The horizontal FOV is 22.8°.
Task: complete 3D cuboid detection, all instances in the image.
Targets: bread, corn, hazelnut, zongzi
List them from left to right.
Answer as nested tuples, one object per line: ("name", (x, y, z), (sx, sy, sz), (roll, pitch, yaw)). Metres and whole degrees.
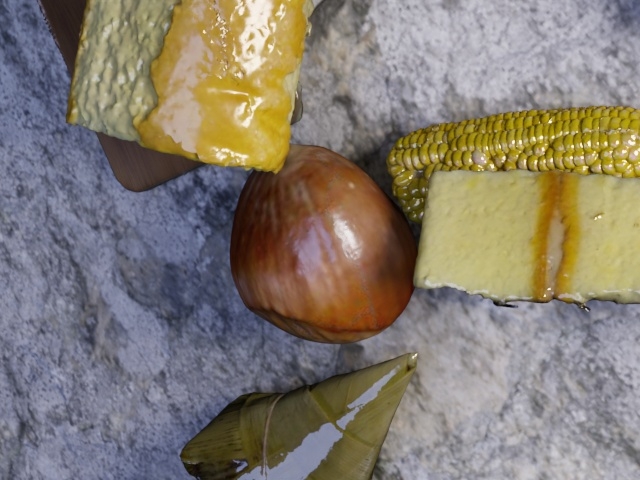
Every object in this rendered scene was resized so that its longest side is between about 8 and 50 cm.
("bread", (-0.099, -0.265, 1.520), (0.236, 0.165, 0.375), (14, 96, 36))
("hazelnut", (0.000, 0.000, 1.581), (0.214, 0.176, 0.214), (33, 137, 38))
("zongzi", (0.032, 0.277, 1.696), (0.300, 0.145, 0.274), (-22, 98, 30))
("corn", (0.193, -0.072, 1.484), (0.291, 0.101, 0.101), (-4, 105, 34))
("bread", (0.221, 0.007, 1.419), (0.266, 0.178, 0.142), (1, 109, 18))

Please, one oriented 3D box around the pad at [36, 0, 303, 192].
("pad", (-0.171, -0.217, 1.716), (0.284, 0.018, 0.287), (-21, 96, 37))
